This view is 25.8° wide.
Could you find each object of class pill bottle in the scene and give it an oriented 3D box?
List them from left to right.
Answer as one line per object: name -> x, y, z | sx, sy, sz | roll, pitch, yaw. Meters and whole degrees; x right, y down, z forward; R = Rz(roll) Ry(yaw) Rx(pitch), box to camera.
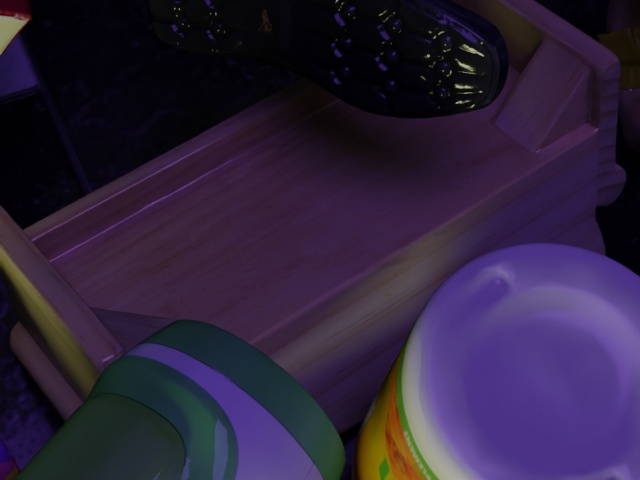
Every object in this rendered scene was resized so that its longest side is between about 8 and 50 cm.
pill bottle -> 0.090, 0.109, 0.717 | 0.136, 0.245, 0.136 | 3, 66, -6

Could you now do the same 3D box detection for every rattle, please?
rattle -> 0.261, -0.132, 0.875 | 0.143, 0.199, 0.130 | 8, 65, -4

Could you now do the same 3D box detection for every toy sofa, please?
toy sofa -> 0.000, 0.000, 0.827 | 0.363, 0.177, 0.150 | -31, 49, -19

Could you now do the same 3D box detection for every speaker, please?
speaker -> -0.117, 0.174, 0.594 | 0.131, 0.131, 0.296 | 37, 63, 9

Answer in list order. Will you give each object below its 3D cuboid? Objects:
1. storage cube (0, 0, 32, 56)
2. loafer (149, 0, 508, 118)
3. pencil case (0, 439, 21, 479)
storage cube -> -0.299, -0.163, 0.791 | 0.215, 0.184, 0.193 | 0, 64, -36
loafer -> 0.008, -0.122, 0.767 | 0.223, 0.076, 0.078 | 18, 29, 30
pencil case -> -0.267, 0.162, 0.725 | 0.104, 0.104, 0.236 | 41, 68, 11
